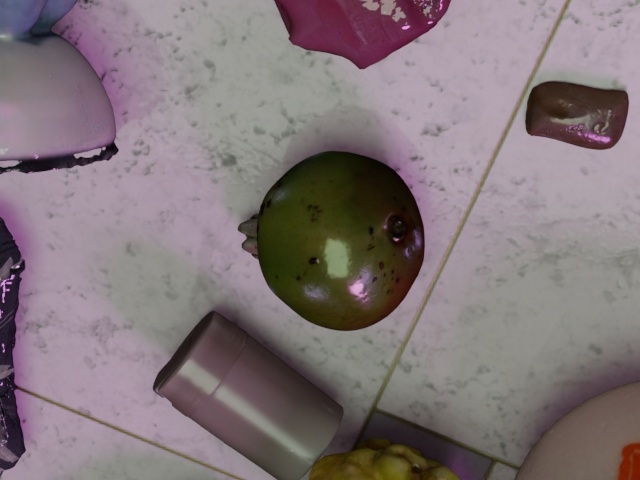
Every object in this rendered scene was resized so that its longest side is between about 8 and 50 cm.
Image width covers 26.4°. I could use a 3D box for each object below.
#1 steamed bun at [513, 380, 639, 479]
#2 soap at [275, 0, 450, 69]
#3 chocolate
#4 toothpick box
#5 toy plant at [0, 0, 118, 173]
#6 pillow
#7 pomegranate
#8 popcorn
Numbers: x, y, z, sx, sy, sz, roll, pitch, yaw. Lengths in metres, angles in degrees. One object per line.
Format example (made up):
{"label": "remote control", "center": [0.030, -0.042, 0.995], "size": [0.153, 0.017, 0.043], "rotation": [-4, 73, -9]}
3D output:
{"label": "steamed bun", "center": [0.364, 0.322, 1.361], "size": [0.374, 0.241, 0.375], "rotation": [0, 84, 4]}
{"label": "soap", "center": [0.022, -0.327, 1.261], "size": [0.220, 0.127, 0.325], "rotation": [-19, 108, 14]}
{"label": "chocolate", "center": [0.256, -0.125, 1.363], "size": [0.100, 0.031, 0.065], "rotation": [12, 107, 3]}
{"label": "toothpick box", "center": [-0.077, 0.169, 1.470], "size": [0.180, 0.111, 0.111], "rotation": [37, 110, -9]}
{"label": "toy plant", "center": [-0.317, -0.237, 1.300], "size": [0.247, 0.247, 0.332], "rotation": [1, 104, 6]}
{"label": "pillow", "center": [-0.400, 0.115, 1.496], "size": [0.161, 0.092, 0.335], "rotation": [4, 111, -1]}
{"label": "pomegranate", "center": [0.000, 0.000, 1.378], "size": [0.209, 0.180, 0.180], "rotation": [-1, 114, 39]}
{"label": "popcorn", "center": [0.071, 0.313, 1.436], "size": [0.226, 0.203, 0.200], "rotation": [29, 91, -48]}
